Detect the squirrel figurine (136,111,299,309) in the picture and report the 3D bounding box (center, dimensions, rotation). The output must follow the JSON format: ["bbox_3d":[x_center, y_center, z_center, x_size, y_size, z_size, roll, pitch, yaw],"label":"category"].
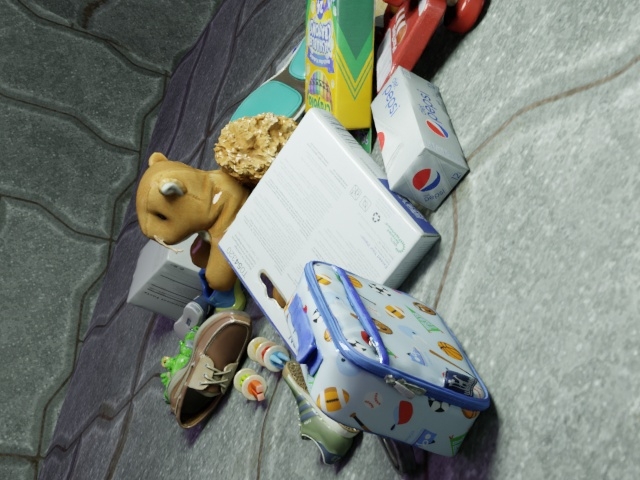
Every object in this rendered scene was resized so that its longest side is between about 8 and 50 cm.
[{"bbox_3d":[-0.168,-0.099,1.731,0.396,0.371,0.281,-58,23,17],"label":"squirrel figurine"}]

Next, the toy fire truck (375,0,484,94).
[{"bbox_3d":[0.169,-0.439,1.609,0.302,0.170,0.253,-89,24,-47],"label":"toy fire truck"}]

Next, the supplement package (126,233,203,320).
[{"bbox_3d":[-0.372,0.069,2.276,0.293,0.175,0.177,-39,36,48],"label":"supplement package"}]

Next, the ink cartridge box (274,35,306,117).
[{"bbox_3d":[-0.075,-0.352,2.163,0.304,0.072,0.307,-22,53,65],"label":"ink cartridge box"}]

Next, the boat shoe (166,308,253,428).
[{"bbox_3d":[-0.232,0.285,1.838,0.324,0.123,0.116,-60,29,31],"label":"boat shoe"}]

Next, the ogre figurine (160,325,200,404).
[{"bbox_3d":[-0.338,0.307,2.077,0.197,0.097,0.118,-50,3,-10],"label":"ogre figurine"}]

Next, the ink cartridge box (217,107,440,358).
[{"bbox_3d":[0.000,0.000,1.454,0.324,0.071,0.330,52,121,29],"label":"ink cartridge box"}]

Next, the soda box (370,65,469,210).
[{"bbox_3d":[0.162,-0.180,1.445,0.098,0.091,0.286,-53,25,30],"label":"soda box"}]

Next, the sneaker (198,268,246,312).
[{"bbox_3d":[-0.212,0.055,1.981,0.091,0.126,0.240,-8,64,35],"label":"sneaker"}]

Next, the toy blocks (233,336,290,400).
[{"bbox_3d":[-0.109,0.258,1.653,0.148,0.054,0.123,9,75,67],"label":"toy blocks"}]

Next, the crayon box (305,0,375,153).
[{"bbox_3d":[0.035,-0.351,1.721,0.203,0.083,0.322,-137,44,-64],"label":"crayon box"}]

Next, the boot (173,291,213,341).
[{"bbox_3d":[-0.317,0.196,2.195,0.086,0.069,0.190,-45,-4,-36],"label":"boot"}]

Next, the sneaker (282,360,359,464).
[{"bbox_3d":[-0.015,0.280,1.358,0.192,0.064,0.086,40,112,45],"label":"sneaker"}]

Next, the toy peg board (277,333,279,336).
[{"bbox_3d":[-0.008,0.105,1.581,0.160,0.079,0.161,131,158,-71],"label":"toy peg board"}]

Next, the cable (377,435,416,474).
[{"bbox_3d":[0.061,0.243,1.240,0.287,0.072,0.139,-110,17,-50],"label":"cable"}]

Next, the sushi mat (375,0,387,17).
[{"bbox_3d":[0.072,-0.438,2.008,0.316,0.019,0.151,-56,25,24],"label":"sushi mat"}]

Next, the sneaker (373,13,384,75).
[{"bbox_3d":[0.093,-0.395,1.851,0.229,0.087,0.092,-43,13,43],"label":"sneaker"}]

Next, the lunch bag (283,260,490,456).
[{"bbox_3d":[0.073,0.145,1.107,0.114,0.243,0.303,-60,22,14],"label":"lunch bag"}]

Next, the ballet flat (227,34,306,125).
[{"bbox_3d":[-0.055,-0.334,1.936,0.400,0.139,0.139,-52,20,-9],"label":"ballet flat"}]
